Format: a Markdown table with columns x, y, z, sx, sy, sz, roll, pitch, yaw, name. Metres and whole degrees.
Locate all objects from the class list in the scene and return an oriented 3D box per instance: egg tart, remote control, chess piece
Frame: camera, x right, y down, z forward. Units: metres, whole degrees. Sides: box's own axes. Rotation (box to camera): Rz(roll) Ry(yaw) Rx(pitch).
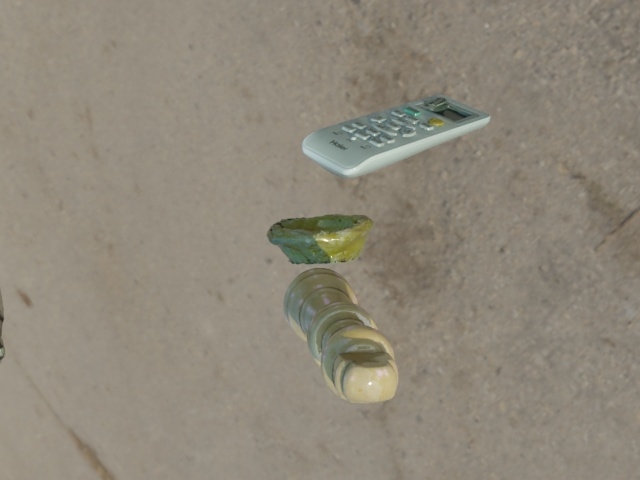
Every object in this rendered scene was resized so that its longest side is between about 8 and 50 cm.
| x | y | z | sx | sy | sz | roll | pitch | yaw | name |
| --- | --- | --- | --- | --- | --- | --- | --- | --- | --- |
| 0.000 | 0.000 | 1.642 | 0.197 | 0.197 | 0.078 | 3 | 101 | 51 | egg tart |
| 0.109 | -0.146 | 1.322 | 0.103 | 0.293 | 0.051 | 32 | 131 | 37 | remote control |
| 0.029 | 0.138 | 1.299 | 0.117 | 0.117 | 0.397 | 63 | 177 | -15 | chess piece |

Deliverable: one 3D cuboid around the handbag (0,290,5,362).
| x | y | z | sx | sy | sz | roll | pitch | yaw | name |
| --- | --- | --- | --- | --- | --- | --- | --- | --- | --- |
| -0.395 | 0.085 | 0.819 | 0.315 | 0.241 | 0.109 | -128 | 35 | -64 | handbag |
